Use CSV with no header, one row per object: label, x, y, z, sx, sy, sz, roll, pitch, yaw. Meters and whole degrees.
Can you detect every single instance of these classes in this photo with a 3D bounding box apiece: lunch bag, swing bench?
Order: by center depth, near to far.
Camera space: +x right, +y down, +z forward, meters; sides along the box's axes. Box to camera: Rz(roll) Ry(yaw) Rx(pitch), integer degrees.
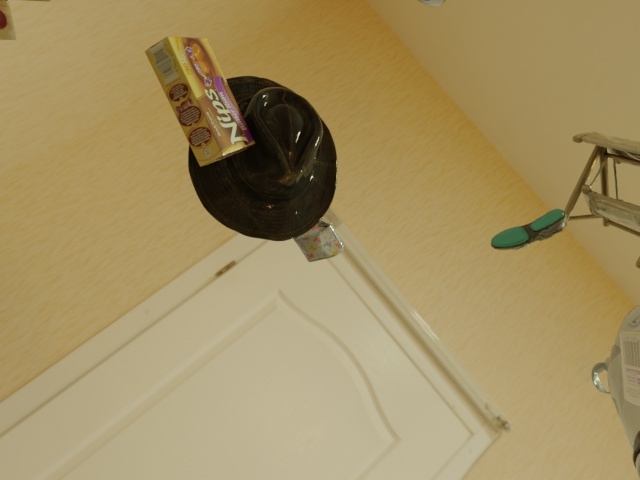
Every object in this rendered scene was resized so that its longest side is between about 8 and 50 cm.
lunch bag,0.000,0.000,1.001,0.083,0.053,0.071,-13,-52,30
swing bench,0.708,-0.105,1.114,0.253,0.166,0.254,-128,-144,-62

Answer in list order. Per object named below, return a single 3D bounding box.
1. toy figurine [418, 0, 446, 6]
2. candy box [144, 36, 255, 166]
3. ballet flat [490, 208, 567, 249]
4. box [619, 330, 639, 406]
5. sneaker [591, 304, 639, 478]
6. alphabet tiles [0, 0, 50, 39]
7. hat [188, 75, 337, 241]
toy figurine,-0.019,-0.268,0.260,0.363,0.217,0.191,35,-49,-6
candy box,-0.184,-0.219,0.775,0.053,0.109,0.186,-20,-79,26
ballet flat,0.318,-0.007,0.746,0.041,0.115,0.041,54,19,-29
box,0.264,0.086,0.280,0.324,0.063,0.067,39,50,-74
sneaker,0.510,0.137,0.594,0.137,0.366,0.210,35,24,-20
alphabet tiles,-0.521,-0.429,0.622,0.011,0.286,0.342,-122,-148,-42
hat,-0.072,-0.170,0.886,0.331,0.331,0.134,55,-33,-7
